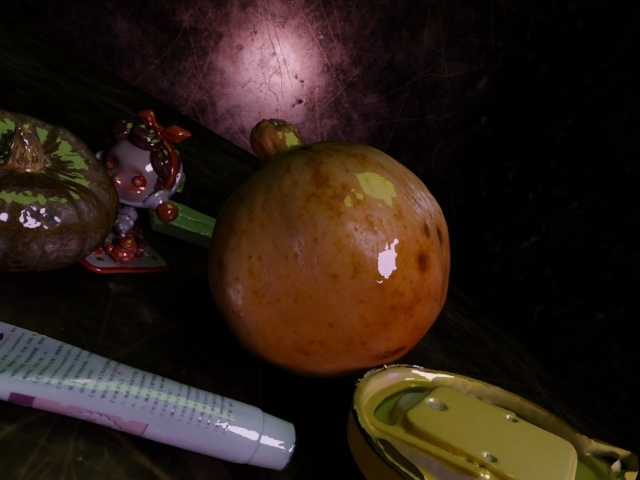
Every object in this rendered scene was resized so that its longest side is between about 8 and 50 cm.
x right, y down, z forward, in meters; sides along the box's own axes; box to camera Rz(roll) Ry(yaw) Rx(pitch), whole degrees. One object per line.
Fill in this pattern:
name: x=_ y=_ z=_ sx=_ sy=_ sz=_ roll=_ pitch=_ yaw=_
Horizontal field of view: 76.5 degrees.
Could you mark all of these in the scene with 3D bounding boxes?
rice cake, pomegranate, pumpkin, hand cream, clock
rice cake: x=-0.253 y=-0.023 z=0.865 sx=0.226 sy=0.040 sz=0.084 roll=24 pitch=34 yaw=-40
pomegranate: x=0.000 y=0.000 z=0.636 sx=0.411 sy=0.409 sz=0.410 roll=32 pitch=13 yaw=-8
pumpkin: x=-0.351 y=-0.067 z=0.477 sx=0.219 sy=0.162 sz=0.218 roll=29 pitch=32 yaw=-21
hand cream: x=-0.176 y=0.151 z=0.392 sx=0.332 sy=0.058 sz=0.085 roll=29 pitch=15 yaw=-19
clock: x=0.168 y=0.232 z=0.439 sx=0.294 sy=0.071 sz=0.277 roll=19 pitch=12 yaw=41

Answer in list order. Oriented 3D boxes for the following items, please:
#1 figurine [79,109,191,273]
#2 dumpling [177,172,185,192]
figurine: x=-0.291 y=-0.092 z=0.641 sx=0.184 sy=0.226 sz=0.160 roll=38 pitch=12 yaw=21
dumpling: x=-0.390 y=-0.169 z=1.075 sx=0.052 sy=0.076 sz=0.057 roll=13 pitch=1 yaw=20
